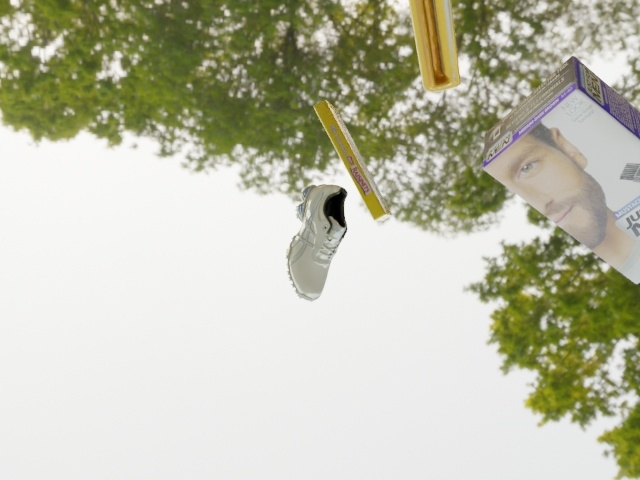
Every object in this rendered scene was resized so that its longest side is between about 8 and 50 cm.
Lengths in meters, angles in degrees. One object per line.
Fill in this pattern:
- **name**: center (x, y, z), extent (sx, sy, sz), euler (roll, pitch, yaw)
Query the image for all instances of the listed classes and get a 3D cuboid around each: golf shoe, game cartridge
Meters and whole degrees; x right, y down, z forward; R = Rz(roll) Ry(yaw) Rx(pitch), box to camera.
- **golf shoe**: center (0.000, 0.000, 1.029), extent (0.069, 0.086, 0.176), euler (12, -102, -35)
- **game cartridge**: center (0.110, -0.393, 0.864), extent (0.052, 0.285, 0.324), euler (-12, -127, 9)

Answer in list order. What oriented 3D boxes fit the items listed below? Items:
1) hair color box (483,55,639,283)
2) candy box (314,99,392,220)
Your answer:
- **hair color box**: center (0.433, -0.096, 1.073), extent (0.338, 0.185, 0.110), euler (34, -139, -14)
- **candy box**: center (0.055, -0.127, 1.156), extent (0.027, 0.105, 0.206), euler (-28, -94, 9)
